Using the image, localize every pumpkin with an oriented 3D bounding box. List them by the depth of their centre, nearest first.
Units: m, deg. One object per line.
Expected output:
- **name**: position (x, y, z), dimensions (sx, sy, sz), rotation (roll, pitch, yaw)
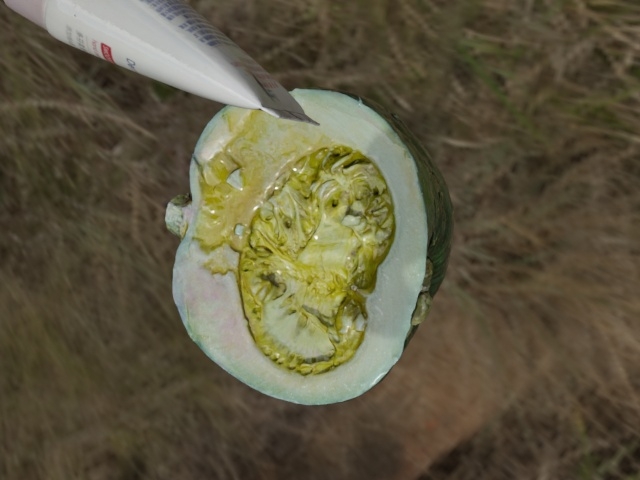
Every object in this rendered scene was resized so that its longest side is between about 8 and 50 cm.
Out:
- **pumpkin**: position (0.000, 0.000, 1.777), dimensions (0.263, 0.197, 0.293), rotation (16, 94, 15)

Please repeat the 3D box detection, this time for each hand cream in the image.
- **hand cream**: position (-0.115, -0.150, 1.370), dimensions (0.248, 0.133, 0.083), rotation (32, 100, 12)
